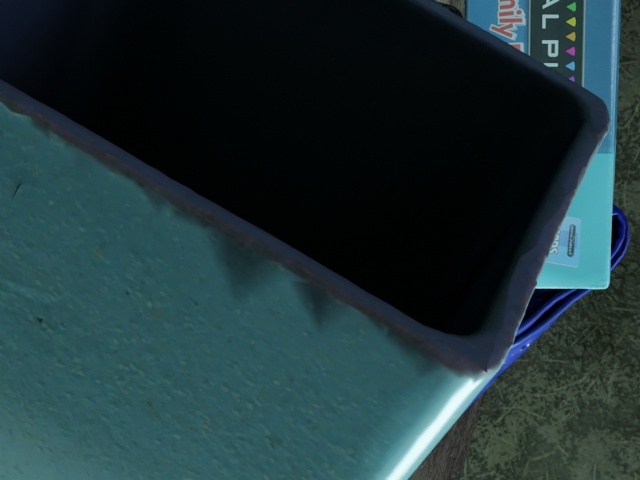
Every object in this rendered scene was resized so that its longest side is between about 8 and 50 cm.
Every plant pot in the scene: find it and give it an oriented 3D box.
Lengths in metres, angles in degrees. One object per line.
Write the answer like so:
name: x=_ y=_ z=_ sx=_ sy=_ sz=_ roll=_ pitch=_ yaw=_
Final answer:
plant pot: x=-0.064 y=0.023 z=0.682 sx=0.252 sy=0.248 sz=0.247 roll=-62 pitch=176 yaw=32

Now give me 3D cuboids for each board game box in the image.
board game box: x=0.133 y=-0.146 z=0.961 sx=0.336 sy=0.079 sz=0.254 roll=-67 pitch=156 yaw=-70

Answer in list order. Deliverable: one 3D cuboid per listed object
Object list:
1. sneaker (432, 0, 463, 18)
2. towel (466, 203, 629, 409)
sneaker: x=0.000 y=0.000 z=1.017 sx=0.158 sy=0.182 sz=0.410 roll=-61 pitch=162 yaw=-46
towel: x=0.076 y=0.069 z=1.123 sx=0.227 sy=0.076 sz=0.308 roll=-43 pitch=178 yaw=-12
